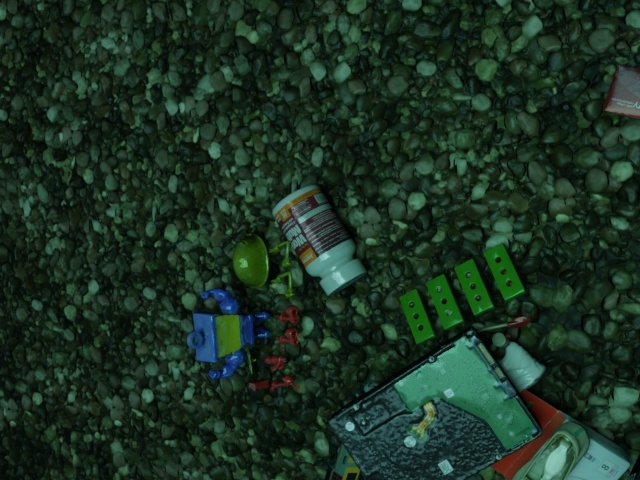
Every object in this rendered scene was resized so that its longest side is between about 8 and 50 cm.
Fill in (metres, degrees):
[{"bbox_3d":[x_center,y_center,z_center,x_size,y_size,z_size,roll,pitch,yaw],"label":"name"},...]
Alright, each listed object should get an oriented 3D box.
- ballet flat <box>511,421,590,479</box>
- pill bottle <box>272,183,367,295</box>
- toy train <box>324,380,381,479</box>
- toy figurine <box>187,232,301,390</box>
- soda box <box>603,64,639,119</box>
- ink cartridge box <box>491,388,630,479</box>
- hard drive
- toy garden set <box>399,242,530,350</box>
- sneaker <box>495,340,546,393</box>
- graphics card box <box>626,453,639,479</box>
[{"bbox_3d":[0.413,0.444,1.360,0.086,0.086,0.248,31,109,19],"label":"ballet flat"},{"bbox_3d":[0.000,0.000,1.568,0.121,0.121,0.221,-36,80,25],"label":"pill bottle"},{"bbox_3d":[0.119,0.469,1.564,0.190,0.142,0.334,23,105,31],"label":"toy train"},{"bbox_3d":[-0.189,0.176,1.595,0.191,0.217,0.363,4,99,49],"label":"toy figurine"},{"bbox_3d":[0.631,-0.229,1.252,0.263,0.092,0.083,19,105,23],"label":"soda box"},{"bbox_3d":[0.439,0.424,1.406,0.232,0.066,0.189,30,110,-5],"label":"ink cartridge box"},{"bbox_3d":[0.217,0.351,1.403,0.339,0.064,0.237,-36,87,13],"label":"hard drive"},{"bbox_3d":[0.303,0.153,1.461,0.244,0.049,0.204,-30,63,22],"label":"toy garden set"},{"bbox_3d":[0.333,0.289,1.470,0.232,0.090,0.115,-43,71,14],"label":"sneaker"},{"bbox_3d":[0.688,0.315,1.200,0.232,0.094,0.371,29,79,20],"label":"graphics card box"}]
